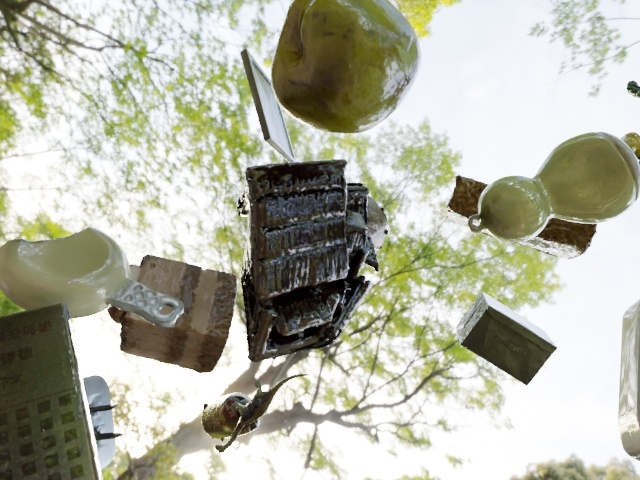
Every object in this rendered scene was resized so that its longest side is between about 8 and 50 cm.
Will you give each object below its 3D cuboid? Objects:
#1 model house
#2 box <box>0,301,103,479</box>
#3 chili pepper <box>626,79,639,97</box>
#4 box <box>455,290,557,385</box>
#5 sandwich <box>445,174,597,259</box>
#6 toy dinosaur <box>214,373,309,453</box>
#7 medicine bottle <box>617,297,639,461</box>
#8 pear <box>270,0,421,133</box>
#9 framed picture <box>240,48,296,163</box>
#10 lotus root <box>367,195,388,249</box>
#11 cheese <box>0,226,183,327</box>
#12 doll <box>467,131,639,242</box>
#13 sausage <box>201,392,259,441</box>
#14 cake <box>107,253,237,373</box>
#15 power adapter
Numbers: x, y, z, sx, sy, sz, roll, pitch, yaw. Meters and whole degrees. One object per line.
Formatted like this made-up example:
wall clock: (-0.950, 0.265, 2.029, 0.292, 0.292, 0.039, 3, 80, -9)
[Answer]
model house: (0.000, 0.000, 0.814, 0.297, 0.317, 0.282, 49, -44, 49)
box: (-0.339, 0.234, 0.506, 0.325, 0.180, 0.047, 63, -30, 26)
chili pepper: (0.774, -0.366, 1.157, 0.030, 0.091, 0.034, -4, -65, 2)
box: (0.553, 0.292, 1.438, 0.231, 0.155, 0.149, 31, -76, 2)
sandwich: (0.449, -0.047, 1.095, 0.301, 0.271, 0.099, 19, -86, 17)
toy dinosaur: (-0.099, 0.253, 0.748, 0.037, 0.180, 0.058, 41, 3, -45)
medicine bottle: (0.557, 0.178, 0.713, 0.179, 0.324, 0.124, 16, -31, 15)
pear: (0.036, -0.238, 0.641, 0.200, 0.200, 0.200, 25, -52, 36)
framed picture: (-0.102, -0.265, 0.969, 0.015, 0.150, 0.203, -20, -107, 13)
lotus root: (0.071, -0.069, 1.779, 0.316, 0.250, 0.316, 4, -84, 42)
cheese: (-0.330, 0.068, 0.675, 0.249, 0.163, 0.071, 35, -49, 21)
doll: (0.368, -0.077, 0.742, 0.296, 0.117, 0.141, -22, -99, 9)
sausage: (-0.244, 0.491, 1.327, 0.125, 0.117, 0.317, 65, -31, 10)
cake: (-0.350, 0.168, 1.089, 0.199, 0.293, 0.196, 124, -25, -47)
power adapter: (-0.512, 0.378, 0.968, 0.255, 0.124, 0.187, -13, -97, 15)
